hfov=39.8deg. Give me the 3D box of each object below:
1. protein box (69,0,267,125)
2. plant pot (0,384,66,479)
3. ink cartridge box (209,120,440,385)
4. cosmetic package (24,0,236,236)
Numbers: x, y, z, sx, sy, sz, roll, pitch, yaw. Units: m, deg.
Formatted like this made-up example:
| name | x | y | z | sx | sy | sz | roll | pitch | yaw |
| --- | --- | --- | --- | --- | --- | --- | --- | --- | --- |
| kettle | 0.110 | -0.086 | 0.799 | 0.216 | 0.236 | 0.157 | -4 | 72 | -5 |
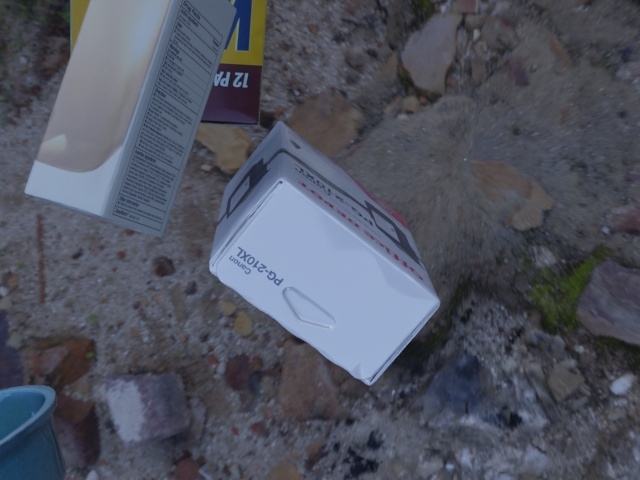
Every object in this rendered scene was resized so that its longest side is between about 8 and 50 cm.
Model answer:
| name | x | y | z | sx | sy | sz | roll | pitch | yaw |
| --- | --- | --- | --- | --- | --- | --- | --- | --- | --- |
| protein box | -0.122 | -0.208 | 0.688 | 0.136 | 0.201 | 0.199 | 1 | 110 | -13 |
| plant pot | -0.371 | 0.367 | 0.884 | 0.341 | 0.341 | 0.334 | -18 | 99 | 10 |
| ink cartridge box | 0.000 | 0.000 | 0.804 | 0.172 | 0.237 | 0.100 | 37 | 103 | -14 |
| cosmetic package | -0.081 | -0.064 | 0.389 | 0.041 | 0.060 | 0.115 | 16 | 85 | 17 |
